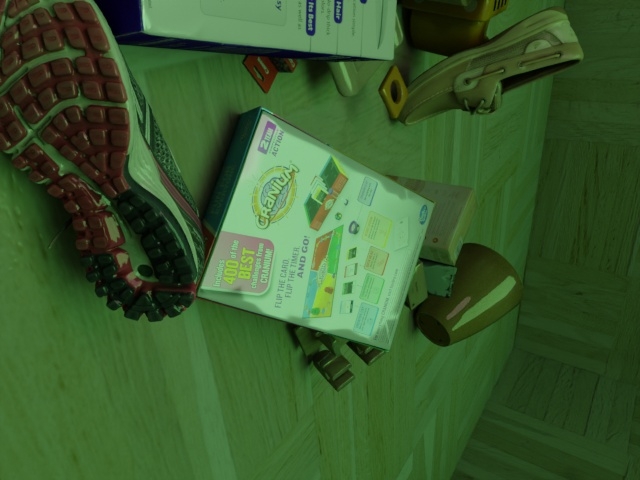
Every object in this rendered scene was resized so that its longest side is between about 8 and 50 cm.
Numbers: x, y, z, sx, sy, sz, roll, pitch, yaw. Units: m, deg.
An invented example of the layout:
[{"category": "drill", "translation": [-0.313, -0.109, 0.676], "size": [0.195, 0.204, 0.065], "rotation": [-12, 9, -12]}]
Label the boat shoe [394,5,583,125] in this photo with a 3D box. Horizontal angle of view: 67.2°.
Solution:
[{"category": "boat shoe", "translation": [0.297, -0.292, 0.895], "size": [0.122, 0.341, 0.110], "rotation": [-4, 71, -63]}]

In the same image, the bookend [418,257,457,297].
[{"category": "bookend", "translation": [0.200, 0.069, 1.104], "size": [0.157, 0.156, 0.072], "rotation": [12, 93, -14]}]

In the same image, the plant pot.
[{"category": "plant pot", "translation": [0.393, 0.173, 1.351], "size": [0.254, 0.237, 0.237], "rotation": [-37, 133, -27]}]

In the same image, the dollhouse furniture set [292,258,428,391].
[{"category": "dollhouse furniture set", "translation": [0.047, 0.100, 0.877], "size": [0.242, 0.161, 0.212], "rotation": [-34, 133, -18]}]

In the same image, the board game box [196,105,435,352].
[{"category": "board game box", "translation": [0.000, 0.000, 0.663], "size": [0.317, 0.064, 0.242], "rotation": [23, 82, -32]}]

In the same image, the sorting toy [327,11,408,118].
[{"category": "sorting toy", "translation": [0.044, -0.335, 0.718], "size": [0.196, 0.047, 0.347], "rotation": [-52, 131, -35]}]

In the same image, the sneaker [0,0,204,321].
[{"category": "sneaker", "translation": [-0.192, -0.074, 0.431], "size": [0.112, 0.121, 0.299], "rotation": [-92, 168, -66]}]

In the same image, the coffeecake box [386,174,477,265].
[{"category": "coffeecake box", "translation": [0.196, -0.045, 0.962], "size": [0.142, 0.186, 0.068], "rotation": [-63, 146, -19]}]

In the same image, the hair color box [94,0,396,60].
[{"category": "hair color box", "translation": [-0.057, -0.288, 0.493], "size": [0.339, 0.110, 0.185], "rotation": [-15, 112, -43]}]

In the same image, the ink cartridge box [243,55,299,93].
[{"category": "ink cartridge box", "translation": [-0.052, -0.257, 0.634], "size": [0.063, 0.029, 0.115], "rotation": [46, 63, -54]}]

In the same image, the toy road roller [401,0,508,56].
[{"category": "toy road roller", "translation": [0.236, -0.439, 0.863], "size": [0.329, 0.203, 0.240], "rotation": [-42, 146, -44]}]
